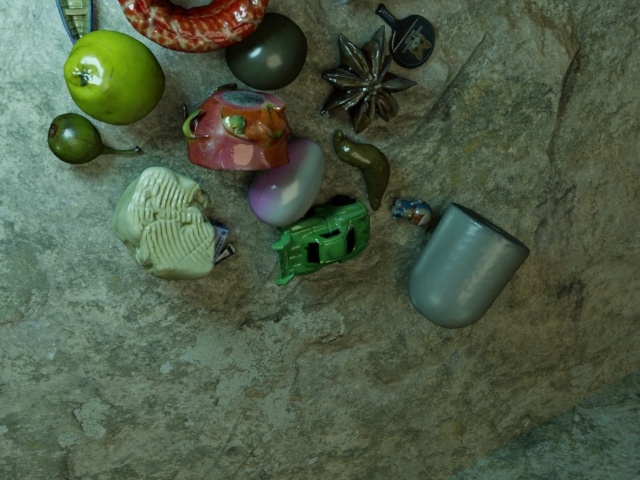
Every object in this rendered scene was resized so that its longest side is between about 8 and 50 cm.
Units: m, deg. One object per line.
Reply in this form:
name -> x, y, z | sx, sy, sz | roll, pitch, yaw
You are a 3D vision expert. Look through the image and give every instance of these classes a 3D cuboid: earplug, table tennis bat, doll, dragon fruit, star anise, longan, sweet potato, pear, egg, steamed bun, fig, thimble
earplug -> 0.483, 0.106, 1.982 | 0.312, 0.313, 0.394 | 21, 109, -32
table tennis bat -> 0.246, -0.604, 1.667 | 0.236, 0.027, 0.150 | 31, 100, -36
doll -> 0.316, -0.097, 1.928 | 0.151, 0.086, 0.114 | 16, 131, -21
dragon fruit -> -0.212, -0.291, 1.466 | 0.290, 0.291, 0.190 | -8, 118, -21
star anise -> 0.137, -0.462, 1.642 | 0.314, 0.108, 0.316 | -9, 116, -20
longan -> -0.134, -0.479, 1.458 | 0.212, 0.198, 0.198 | -42, 129, -30
sweet potato -> 0.148, -0.230, 1.773 | 0.124, 0.098, 0.310 | -26, 128, 16
pear -> -0.474, -0.373, 1.326 | 0.212, 0.269, 0.213 | 3, 101, 13
egg -> -0.091, -0.167, 1.639 | 0.271, 0.196, 0.196 | -48, 125, -9
steamed bun -> -0.420, -0.038, 1.550 | 0.289, 0.203, 0.276 | 30, 75, -34
fig -> -0.569, -0.246, 1.446 | 0.236, 0.124, 0.124 | 4, 116, -52
thimble -> -0.298, -0.609, 1.291 | 0.349, 0.231, 0.351 | -11, 122, -19

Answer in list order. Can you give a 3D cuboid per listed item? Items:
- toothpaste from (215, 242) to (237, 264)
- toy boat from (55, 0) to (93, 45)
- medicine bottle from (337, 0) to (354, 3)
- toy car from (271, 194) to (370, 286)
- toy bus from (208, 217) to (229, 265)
toothpaste -> -0.321, 0.059, 1.752 | 0.139, 0.021, 0.037 | -36, 114, -7
toy boat -> -0.565, -0.543, 1.310 | 0.080, 0.046, 0.229 | -11, 120, -20
medicine bottle -> 0.152, -0.717, 1.498 | 0.249, 0.133, 0.134 | -19, 122, -14
toy car -> 0.000, 0.000, 1.775 | 0.358, 0.176, 0.214 | -13, 121, -19
toy bus -> -0.336, 0.023, 1.691 | 0.076, 0.073, 0.168 | 17, 106, -31
